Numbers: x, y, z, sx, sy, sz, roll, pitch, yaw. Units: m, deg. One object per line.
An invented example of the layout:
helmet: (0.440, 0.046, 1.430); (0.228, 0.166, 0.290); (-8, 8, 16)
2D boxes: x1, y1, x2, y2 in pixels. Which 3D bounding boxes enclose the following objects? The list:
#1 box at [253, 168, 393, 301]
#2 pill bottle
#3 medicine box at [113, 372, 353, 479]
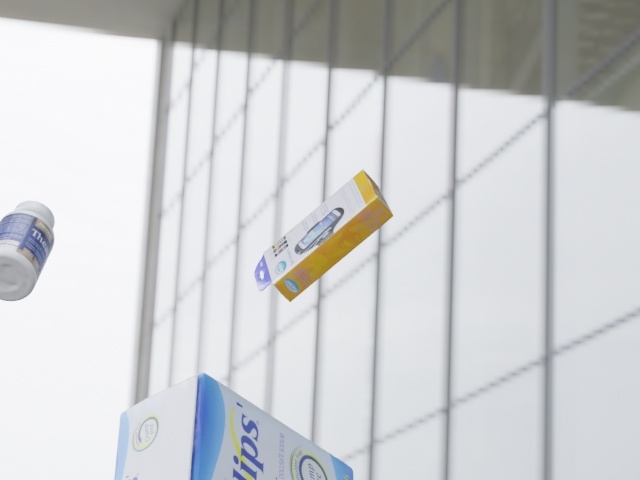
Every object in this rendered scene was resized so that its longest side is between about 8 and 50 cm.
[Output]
box: (0.000, 0.000, 1.572); (0.028, 0.136, 0.081); (45, 9, -20)
pill bottle: (-0.331, 0.008, 1.957); (0.067, 0.120, 0.067); (4, -56, 6)
medicine box: (-0.103, 0.348, 2.115); (0.149, 0.263, 0.289); (-28, -48, 30)
